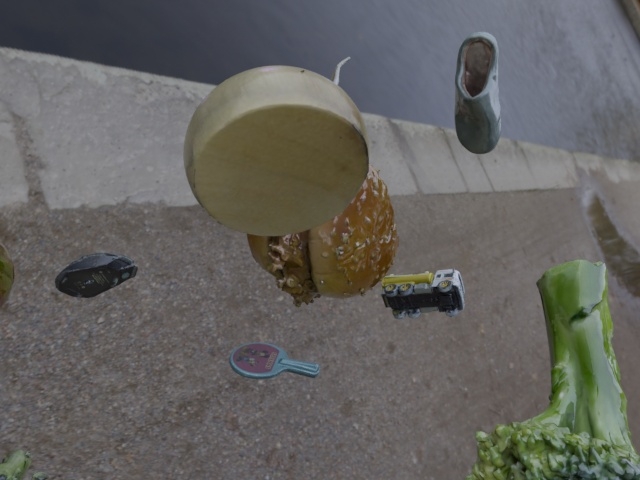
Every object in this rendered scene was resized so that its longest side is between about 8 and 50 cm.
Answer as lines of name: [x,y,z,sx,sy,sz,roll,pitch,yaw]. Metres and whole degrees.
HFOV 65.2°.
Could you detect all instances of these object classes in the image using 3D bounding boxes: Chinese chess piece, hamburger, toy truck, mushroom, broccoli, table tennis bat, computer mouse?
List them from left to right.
broccoli: [-0.484,0.367,0.761,0.118,0.204,0.122,40,79,-7]
computer mouse: [-0.546,0.079,1.221,0.106,0.192,0.062,81,-12,-45]
table tennis bat: [-0.122,0.327,1.334,0.153,0.244,0.040,-61,158,-66]
Chinese chess piece: [-0.058,-0.115,0.683,0.251,0.251,0.097,24,38,-40]
mushroom: [-0.020,-0.327,1.194,0.068,0.306,0.043,46,-5,11]
hamburger: [0.000,0.000,1.085,0.287,0.268,0.445,-59,151,-23]
toy truck: [0.267,0.134,1.331,0.114,0.227,0.098,-56,132,-51]
broccoli: [0.320,0.227,0.630,0.353,0.275,0.397,-32,131,-82]

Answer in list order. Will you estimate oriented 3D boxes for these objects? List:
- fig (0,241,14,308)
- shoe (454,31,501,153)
fig: [-0.441,0.035,0.600,0.142,0.186,0.148,51,51,-20]
shoe: [0.247,-0.232,0.809,0.078,0.079,0.195,-29,122,-49]
